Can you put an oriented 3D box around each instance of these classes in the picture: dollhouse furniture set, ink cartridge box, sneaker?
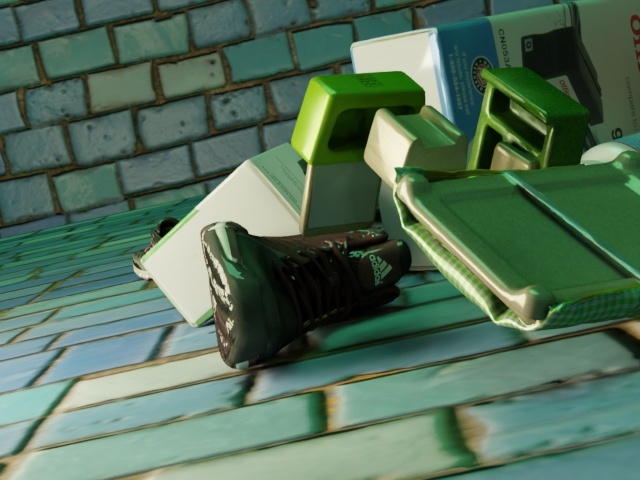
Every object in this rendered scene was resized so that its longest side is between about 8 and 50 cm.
[{"bbox_3d":[0.123,0.014,0.833,0.197,0.151,0.301,-7,33,-27],"label":"dollhouse furniture set"},{"bbox_3d":[-0.058,-0.017,1.215,0.153,0.087,0.208,-41,-2,20],"label":"ink cartridge box"},{"bbox_3d":[0.201,-0.114,1.243,0.307,0.223,0.129,-17,8,-36],"label":"ink cartridge box"},{"bbox_3d":[-0.005,0.024,0.973,0.162,0.107,0.281,-9,5,-4],"label":"sneaker"},{"bbox_3d":[-0.191,0.007,1.598,0.063,0.075,0.170,-16,7,-31],"label":"sneaker"}]

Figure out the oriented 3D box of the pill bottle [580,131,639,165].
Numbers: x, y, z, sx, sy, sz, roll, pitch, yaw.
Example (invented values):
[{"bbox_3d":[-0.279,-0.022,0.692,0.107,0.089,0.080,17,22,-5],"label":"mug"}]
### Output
[{"bbox_3d":[0.288,-0.053,1.164,0.160,0.087,0.087,-17,8,-41],"label":"pill bottle"}]
